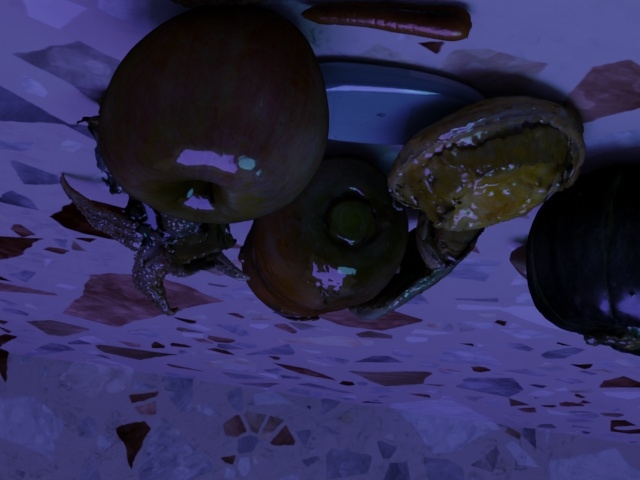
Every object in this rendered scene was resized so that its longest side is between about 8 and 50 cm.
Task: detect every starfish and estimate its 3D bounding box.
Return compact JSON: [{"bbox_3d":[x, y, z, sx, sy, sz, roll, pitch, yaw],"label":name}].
[{"bbox_3d":[-0.244,-0.024,1.873,0.293,0.084,0.301,-19,108,48],"label":"starfish"}]

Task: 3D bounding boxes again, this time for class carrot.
[{"bbox_3d":[0.000,0.000,1.777,0.224,0.224,0.341,11,169,-13],"label":"carrot"},{"bbox_3d":[0.072,-0.246,1.302,0.190,0.037,0.037,8,162,8],"label":"carrot"}]

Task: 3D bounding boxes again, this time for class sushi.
[{"bbox_3d":[-0.214,-0.082,1.653,0.139,0.131,0.291,-9,118,34],"label":"sushi"}]

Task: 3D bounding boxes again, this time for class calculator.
[{"bbox_3d":[0.066,-0.170,1.509,0.295,0.042,0.184,5,162,0],"label":"calculator"}]

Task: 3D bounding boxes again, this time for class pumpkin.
[{"bbox_3d":[0.451,0.031,1.663,0.323,0.241,0.323,8,161,3],"label":"pumpkin"}]

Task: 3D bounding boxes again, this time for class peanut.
[{"bbox_3d":[0.386,0.045,1.992,0.152,0.076,0.076,14,161,-16],"label":"peanut"}]

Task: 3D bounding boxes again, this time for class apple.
[{"bbox_3d":[-0.117,-0.147,1.343,0.257,0.234,0.257,9,162,3],"label":"apple"}]

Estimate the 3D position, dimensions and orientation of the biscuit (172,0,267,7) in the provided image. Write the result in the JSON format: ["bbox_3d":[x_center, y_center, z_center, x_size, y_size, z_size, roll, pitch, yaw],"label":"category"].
[{"bbox_3d":[-0.077,-0.277,1.252,0.199,0.034,0.064,-2,159,23],"label":"biscuit"}]

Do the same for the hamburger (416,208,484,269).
[{"bbox_3d":[0.181,-0.045,1.719,0.102,0.176,0.087,51,146,-17],"label":"hamburger"}]

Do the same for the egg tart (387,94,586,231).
[{"bbox_3d":[0.213,-0.078,1.528,0.291,0.107,0.291,-11,157,-5],"label":"egg tart"}]

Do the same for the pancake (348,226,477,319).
[{"bbox_3d":[0.146,0.037,1.832,0.037,0.253,0.253,51,146,-13],"label":"pancake"}]
